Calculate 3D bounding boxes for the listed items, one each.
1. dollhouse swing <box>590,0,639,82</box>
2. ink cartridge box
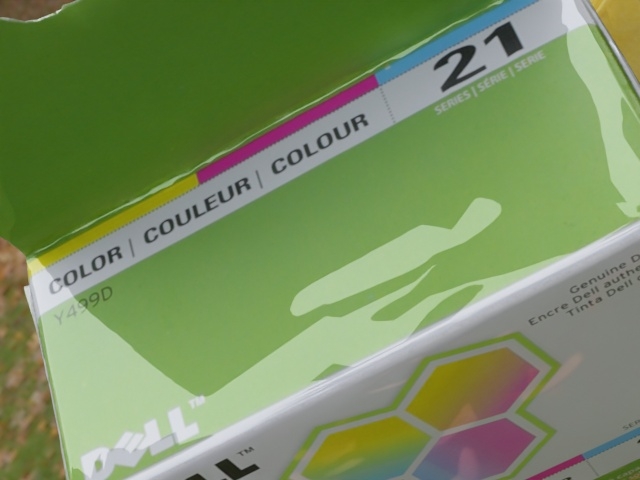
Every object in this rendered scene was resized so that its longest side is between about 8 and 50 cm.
[{"bbox_3d":[0.329,-0.163,0.724,0.347,0.305,0.315,-59,-1,-24],"label":"dollhouse swing"},{"bbox_3d":[0.000,0.000,0.399,0.189,0.255,0.097,-28,54,11],"label":"ink cartridge box"}]
